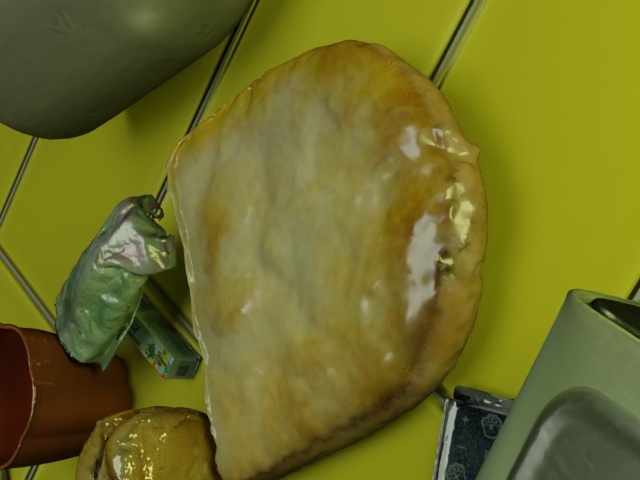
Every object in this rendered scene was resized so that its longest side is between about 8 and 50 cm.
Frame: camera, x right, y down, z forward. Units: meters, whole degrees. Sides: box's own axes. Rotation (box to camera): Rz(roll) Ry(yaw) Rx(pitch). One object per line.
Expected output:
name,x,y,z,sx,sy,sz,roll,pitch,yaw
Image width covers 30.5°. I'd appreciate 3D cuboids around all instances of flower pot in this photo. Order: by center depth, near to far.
flower pot,-0.350,0.205,1.523,0.191,0.173,0.190,-11,74,43

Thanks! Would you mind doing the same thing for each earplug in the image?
earplug,-0.261,-0.335,1.435,0.394,0.313,0.312,-24,66,39

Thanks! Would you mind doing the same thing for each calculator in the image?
calculator,0.161,0.283,1.103,0.166,0.028,0.274,8,89,45

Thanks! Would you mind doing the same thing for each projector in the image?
projector,0.265,0.203,0.857,0.248,0.249,0.249,36,108,43

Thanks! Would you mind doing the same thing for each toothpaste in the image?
toothpaste,-0.213,0.118,1.493,0.164,0.046,0.034,41,115,41

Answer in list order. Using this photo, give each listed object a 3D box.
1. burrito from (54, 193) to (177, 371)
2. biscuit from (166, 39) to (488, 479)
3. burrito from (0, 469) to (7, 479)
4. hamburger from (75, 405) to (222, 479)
burrito,-0.257,0.044,1.437,0.229,0.089,0.144,-56,41,34
biscuit,0.001,0.000,1.263,0.446,0.104,0.429,-35,60,39
burrito,-0.484,0.338,1.729,0.045,0.041,0.185,-12,68,0
hamburger,-0.180,0.290,1.323,0.108,0.214,0.213,-7,78,43
